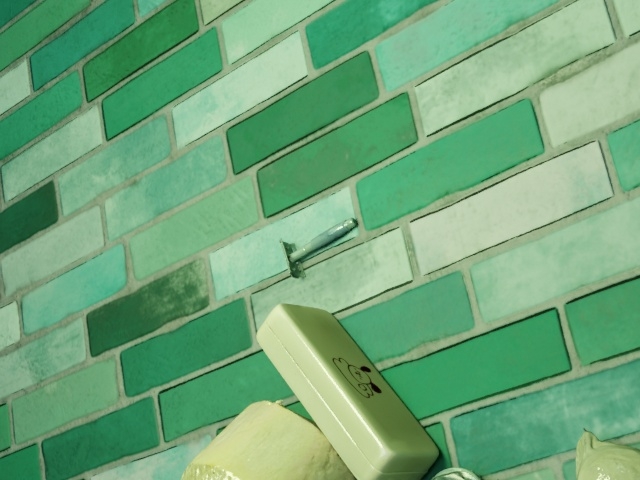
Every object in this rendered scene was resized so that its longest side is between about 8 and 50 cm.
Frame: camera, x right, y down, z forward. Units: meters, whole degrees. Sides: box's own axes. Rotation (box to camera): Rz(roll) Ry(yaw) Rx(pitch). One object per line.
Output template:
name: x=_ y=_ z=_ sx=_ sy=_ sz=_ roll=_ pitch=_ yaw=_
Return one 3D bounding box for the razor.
razor: x=0.000 y=0.000 z=1.797 sx=0.135 sy=0.040 sz=0.068 roll=-31 pitch=63 yaw=26

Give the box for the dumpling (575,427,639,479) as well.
dumpling: x=0.375 y=0.331 z=1.368 sx=0.216 sy=0.126 sz=0.166 roll=14 pitch=115 yaw=37

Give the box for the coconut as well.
coconut: x=-0.064 y=0.357 z=1.661 sx=0.239 sy=0.244 sz=0.239 roll=23 pitch=134 yaw=26

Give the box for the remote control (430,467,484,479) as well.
remote control: x=0.203 y=0.429 z=1.533 sx=0.104 sy=0.052 sz=0.247 roll=-22 pitch=68 yaw=34

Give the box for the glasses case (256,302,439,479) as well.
glasses case: x=0.036 y=0.221 z=1.660 sx=0.070 sy=0.131 sz=0.313 roll=-54 pitch=53 yaw=20

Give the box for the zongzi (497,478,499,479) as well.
zongzi: x=0.280 y=0.360 z=1.433 sx=0.189 sy=0.081 sz=0.178 roll=125 pitch=141 yaw=-55
